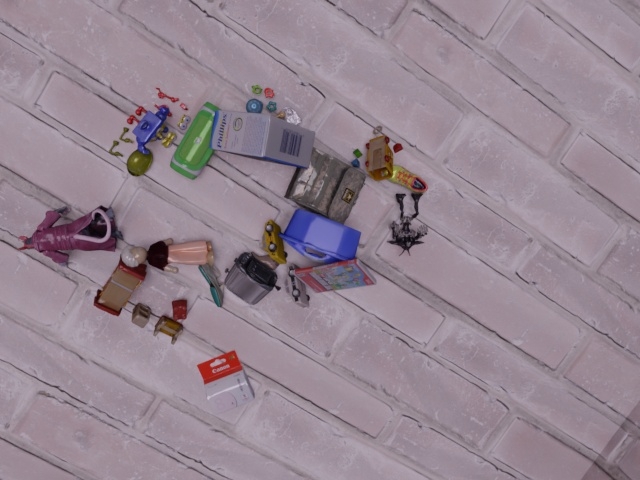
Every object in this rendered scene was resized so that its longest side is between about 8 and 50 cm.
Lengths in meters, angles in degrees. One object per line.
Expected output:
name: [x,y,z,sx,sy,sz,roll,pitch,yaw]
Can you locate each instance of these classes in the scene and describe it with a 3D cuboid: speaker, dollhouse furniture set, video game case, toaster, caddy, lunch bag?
speaker: [-0.478,-0.395,1.764,0.131,0.131,0.296,31,95,-8]
dollhouse furniture set: [-0.718,0.245,1.846,0.374,0.152,0.201,35,94,-25]
video game case: [0.061,0.150,1.809,0.285,0.204,0.025,-12,56,25]
toaster: [-0.287,0.168,1.842,0.227,0.129,0.146,37,121,-12]
caddy: [0.000,0.000,1.800,0.342,0.241,0.179,20,89,-7]
lunch bag: [0.029,-0.216,1.810,0.287,0.169,0.235,24,92,-15]

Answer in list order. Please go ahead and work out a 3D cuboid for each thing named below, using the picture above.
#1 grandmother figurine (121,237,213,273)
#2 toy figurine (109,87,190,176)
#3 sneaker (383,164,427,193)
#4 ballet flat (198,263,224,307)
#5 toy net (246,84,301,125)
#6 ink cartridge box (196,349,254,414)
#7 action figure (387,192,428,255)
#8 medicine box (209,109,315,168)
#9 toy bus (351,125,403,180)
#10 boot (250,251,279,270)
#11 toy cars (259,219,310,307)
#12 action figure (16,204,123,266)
grandmother figurine: [-0.615,0.053,1.781,0.343,0.208,0.103,-3,117,-22]
toy figurine: [-0.685,-0.425,1.697,0.191,0.217,0.362,41,93,-9]
sneaker: [0.366,-0.261,1.863,0.209,0.094,0.081,22,97,-6]
ballet flat: [-0.446,0.181,1.879,0.068,0.072,0.213,-30,104,-30]
toy net: [-0.184,-0.542,1.808,0.232,0.045,0.122,20,94,-8]
ink cartridge box: [-0.420,0.628,1.949,0.189,0.066,0.232,-22,103,-1]
action figure: [0.365,-0.061,1.868,0.164,0.141,0.275,1,97,6]
medicine box: [-0.216,-0.378,1.658,0.289,0.264,0.149,16,98,35]
toy bus: [0.251,-0.345,1.831,0.202,0.191,0.104,-48,136,0]
boot: [-0.233,0.079,1.895,0.087,0.042,0.118,-33,100,-6]
toy cars: [-0.157,0.108,1.844,0.087,0.176,0.393,-24,99,17]
action figure: [-0.980,0.000,1.720,0.371,0.276,0.247,-13,105,-16]
